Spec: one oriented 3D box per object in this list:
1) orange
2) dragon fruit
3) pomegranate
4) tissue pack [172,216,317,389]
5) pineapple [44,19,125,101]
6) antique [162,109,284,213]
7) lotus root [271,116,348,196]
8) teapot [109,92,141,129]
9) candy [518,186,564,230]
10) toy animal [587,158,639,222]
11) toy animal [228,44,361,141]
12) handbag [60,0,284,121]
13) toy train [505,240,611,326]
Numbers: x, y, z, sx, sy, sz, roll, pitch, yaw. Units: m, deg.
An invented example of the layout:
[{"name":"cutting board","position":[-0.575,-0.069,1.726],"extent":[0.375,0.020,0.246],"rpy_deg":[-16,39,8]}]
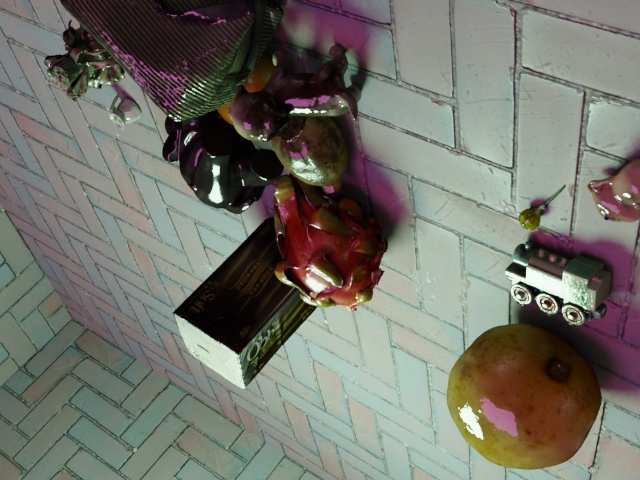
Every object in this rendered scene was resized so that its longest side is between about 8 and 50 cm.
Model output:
[{"name":"orange","position":[-0.134,-0.290,1.649],"extent":[0.156,0.124,0.156],"rpy_deg":[9,105,36]},{"name":"dragon fruit","position":[0.018,0.000,1.815],"extent":[0.227,0.243,0.307],"rpy_deg":[-155,63,-74]},{"name":"pomegranate","position":[0.400,0.305,1.685],"extent":[0.307,0.307,0.307],"rpy_deg":[31,151,20]},{"name":"tissue pack","position":[-0.155,0.150,2.061],"extent":[0.210,0.370,0.198],"rpy_deg":[31,150,20]},{"name":"pineapple","position":[-0.423,-0.390,1.729],"extent":[0.262,0.272,0.262],"rpy_deg":[32,151,20]},{"name":"antique","position":[-0.222,-0.208,1.808],"extent":[0.322,0.185,0.255],"rpy_deg":[67,158,10]},{"name":"lotus root","position":[-0.014,-0.171,1.678],"extent":[0.138,0.138,0.214],"rpy_deg":[18,151,38]},{"name":"teapot","position":[-0.494,-0.322,2.149],"extent":[0.064,0.064,0.083],"rpy_deg":[6,136,48]},{"name":"candy","position":[0.375,-0.056,1.445],"extent":[0.035,0.035,0.123],"rpy_deg":[14,147,-16]},{"name":"toy animal","position":[0.458,-0.072,1.266],"extent":[0.083,0.089,0.150],"rpy_deg":[62,157,5]},{"name":"toy animal","position":[-0.041,-0.250,1.517],"extent":[0.233,0.169,0.121],"rpy_deg":[-8,131,15]},{"name":"handbag","position":[-0.240,-0.400,1.471],"extent":[0.240,0.247,0.341],"rpy_deg":[-41,96,24]},{"name":"toy train","position":[0.417,0.070,1.524],"extent":[0.194,0.081,0.125],"rpy_deg":[25,138,35]}]
